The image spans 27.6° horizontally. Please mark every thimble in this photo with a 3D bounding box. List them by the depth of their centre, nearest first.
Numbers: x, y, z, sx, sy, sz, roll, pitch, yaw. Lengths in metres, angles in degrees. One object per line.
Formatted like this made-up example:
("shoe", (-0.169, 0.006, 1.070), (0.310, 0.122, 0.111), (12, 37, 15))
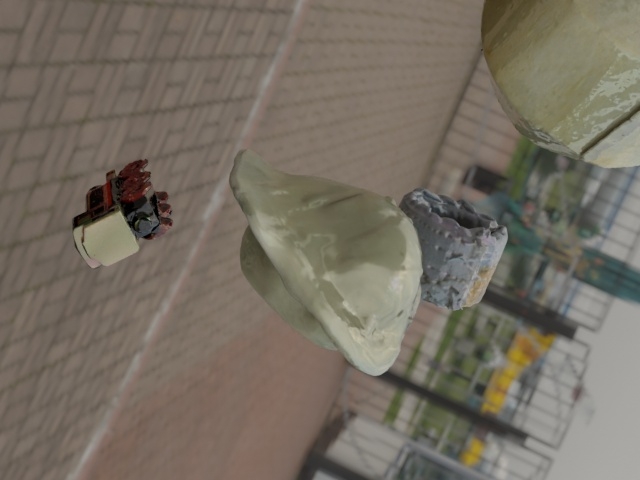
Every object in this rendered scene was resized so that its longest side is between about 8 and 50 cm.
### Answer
("thimble", (0.158, 0.010, 1.699), (0.127, 0.151, 0.118), (-22, 136, -64))

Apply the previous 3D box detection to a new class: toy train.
("toy train", (-0.183, -0.027, 1.186), (0.087, 0.050, 0.138), (-26, -157, 0))

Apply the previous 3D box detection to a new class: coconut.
("coconut", (0.336, -0.238, 1.389), (0.323, 0.323, 0.323), (-62, 170, -20))

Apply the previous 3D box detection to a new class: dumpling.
("dumpling", (0.000, 0.000, 1.473), (0.187, 0.243, 0.318), (-40, -147, 5))
